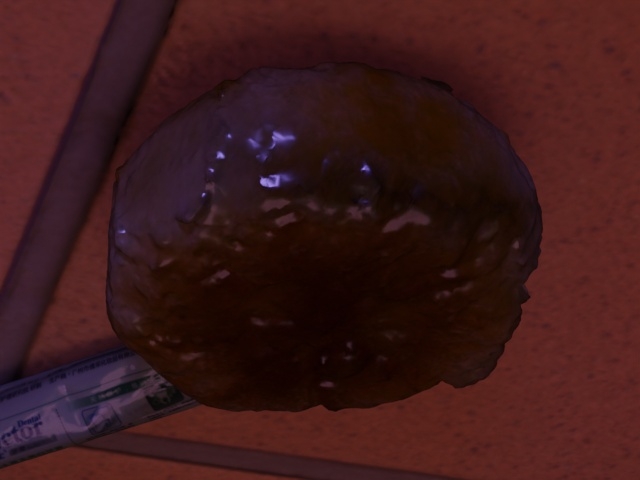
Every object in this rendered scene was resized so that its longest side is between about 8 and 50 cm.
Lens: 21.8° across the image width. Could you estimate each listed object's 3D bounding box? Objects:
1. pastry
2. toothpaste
[{"bbox_3d":[0.000,0.000,0.739,0.193,0.093,0.182,2,142,-12],"label":"pastry"},{"bbox_3d":[-0.116,0.081,0.866,0.218,0.041,0.064,-18,133,8],"label":"toothpaste"}]
